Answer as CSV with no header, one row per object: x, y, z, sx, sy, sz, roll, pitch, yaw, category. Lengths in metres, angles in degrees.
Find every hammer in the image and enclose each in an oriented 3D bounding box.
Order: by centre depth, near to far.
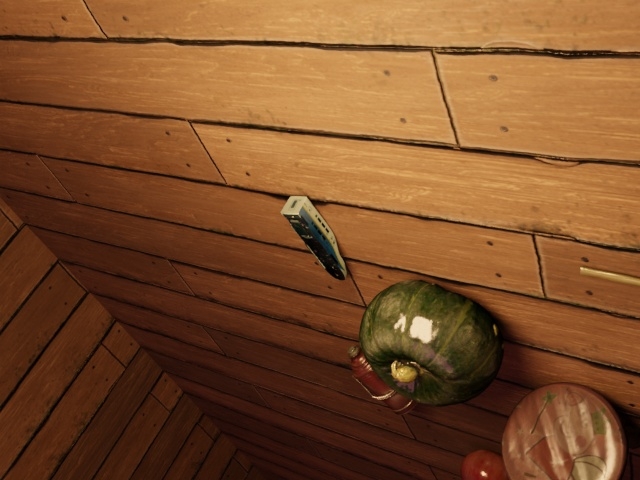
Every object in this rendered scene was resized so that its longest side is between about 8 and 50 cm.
0.523,0.071,1.207,0.199,0.013,0.062,13,147,31,hammer

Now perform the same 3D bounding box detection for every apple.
0.471,0.659,2.097,0.153,0.120,0.153,29,155,15,apple

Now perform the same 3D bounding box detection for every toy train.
0.000,0.000,1.554,0.052,0.051,0.234,5,146,39,toy train

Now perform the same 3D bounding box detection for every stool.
0.543,0.453,1.577,0.272,0.272,0.178,-2,154,45,stool

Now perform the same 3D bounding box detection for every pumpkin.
0.223,0.217,1.524,0.300,0.207,0.300,22,142,19,pumpkin

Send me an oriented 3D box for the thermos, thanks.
0.152,0.348,1.933,0.232,0.099,0.124,44,-173,-21,thermos
